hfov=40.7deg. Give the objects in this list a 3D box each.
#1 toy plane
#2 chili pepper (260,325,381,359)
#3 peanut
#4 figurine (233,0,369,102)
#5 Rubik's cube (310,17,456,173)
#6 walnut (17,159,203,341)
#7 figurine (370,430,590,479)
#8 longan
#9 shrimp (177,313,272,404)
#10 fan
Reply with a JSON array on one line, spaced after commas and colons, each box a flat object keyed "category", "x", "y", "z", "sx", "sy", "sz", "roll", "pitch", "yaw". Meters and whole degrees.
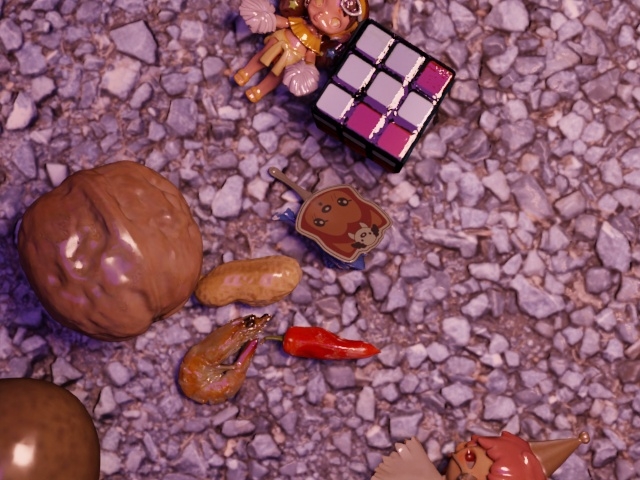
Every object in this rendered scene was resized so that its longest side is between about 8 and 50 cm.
[{"category": "toy plane", "x": 0.000, "y": 0.000, "z": 1.353, "sx": 0.167, "sy": 0.054, "sz": 0.062, "roll": 35, "pitch": 116, "yaw": 2}, {"category": "chili pepper", "x": 0.000, "y": 0.160, "z": 1.341, "sx": 0.191, "sy": 0.059, "sz": 0.050, "roll": 5, "pitch": 81, "yaw": 5}, {"category": "peanut", "x": -0.114, "y": 0.068, "z": 1.342, "sx": 0.174, "sy": 0.080, "sz": 0.080, "roll": -10, "pitch": 88, "yaw": 6}, {"category": "figurine", "x": -0.032, "y": -0.310, "z": 1.327, "sx": 0.240, "sy": 0.116, "sz": 0.174, "roll": -37, "pitch": 85, "yaw": 7}, {"category": "Rubik's cube", "x": 0.091, "y": -0.211, "z": 1.295, "sx": 0.163, "sy": 0.160, "sz": 0.162, "roll": 33, "pitch": 91, "yaw": 3}, {"category": "walnut", "x": -0.308, "y": 0.012, "z": 1.275, "sx": 0.273, "sy": 0.227, "sz": 0.273, "roll": -1, "pitch": 85, "yaw": 7}, {"category": "figurine", "x": 0.220, "y": 0.369, "z": 1.270, "sx": 0.387, "sy": 0.166, "sz": 0.207, "roll": -15, "pitch": 59, "yaw": 4}, {"category": "longan", "x": -0.471, "y": 0.362, "z": 1.260, "sx": 0.288, "sy": 0.288, "sz": 0.350, "roll": 24, "pitch": 101, "yaw": 3}, {"category": "shrimp", "x": -0.145, "y": 0.181, "z": 1.355, "sx": 0.101, "sy": 0.042, "sz": 0.190, "roll": 44, "pitch": 98, "yaw": -6}, {"category": "fan", "x": 0.003, "y": -0.053, "z": 1.342, "sx": 0.220, "sy": 0.009, "sz": 0.132, "roll": 36, "pitch": 57, "yaw": 18}]
